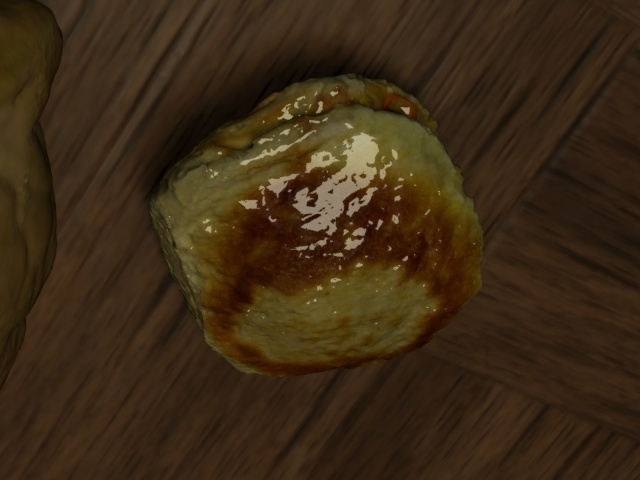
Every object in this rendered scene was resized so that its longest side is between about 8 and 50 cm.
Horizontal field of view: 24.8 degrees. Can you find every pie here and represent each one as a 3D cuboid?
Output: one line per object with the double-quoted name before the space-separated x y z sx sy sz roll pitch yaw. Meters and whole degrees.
"pie" 0.000 0.000 0.844 0.179 0.084 0.205 -20 128 -5

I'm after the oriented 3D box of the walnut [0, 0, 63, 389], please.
"walnut" -0.244 -0.034 0.637 0.285 0.285 0.296 -20 110 -4
